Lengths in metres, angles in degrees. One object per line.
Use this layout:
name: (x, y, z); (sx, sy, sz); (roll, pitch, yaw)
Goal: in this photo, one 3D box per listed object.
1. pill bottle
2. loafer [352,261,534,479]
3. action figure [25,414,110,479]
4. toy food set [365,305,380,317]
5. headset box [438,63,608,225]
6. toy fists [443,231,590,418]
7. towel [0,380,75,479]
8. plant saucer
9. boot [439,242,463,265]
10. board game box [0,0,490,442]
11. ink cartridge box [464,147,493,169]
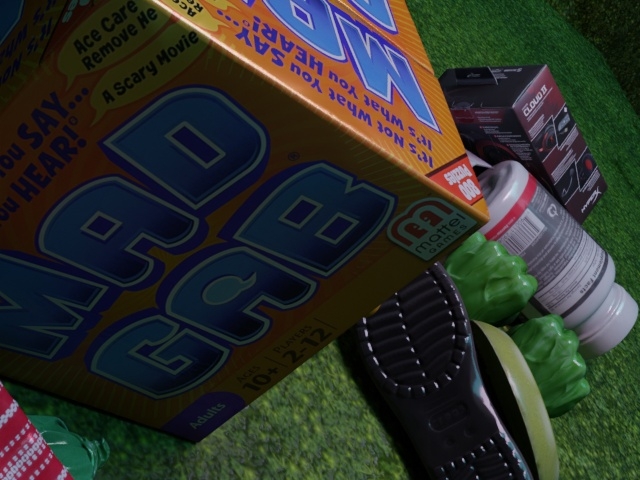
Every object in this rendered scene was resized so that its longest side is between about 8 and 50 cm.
pill bottle: (0.350, 0.039, 1.663); (0.318, 0.176, 0.176); (43, 27, -13)
loafer: (0.138, 0.179, 1.241); (0.130, 0.133, 0.366); (55, 14, -70)
action figure: (-0.233, 0.166, 0.719); (0.232, 0.063, 0.137); (-1, 53, -53)
toy food set: (0.000, 0.000, 1.243); (0.104, 0.111, 0.232); (36, 32, -26)
headset box: (0.307, -0.164, 1.725); (0.110, 0.218, 0.293); (-50, 122, -23)
toy fists: (0.265, 0.119, 1.465); (0.279, 0.142, 0.096); (57, 27, 14)
towel: (-0.224, 0.175, 0.631); (0.275, 0.031, 0.199); (61, 33, -22)
plant saucer: (0.235, 0.205, 1.269); (0.241, 0.037, 0.241); (162, -90, -87)
boot: (0.112, -0.044, 1.481); (0.082, 0.106, 0.219); (-6, 60, -57)
board game box: (-0.143, -0.109, 0.887); (0.356, 0.356, 0.356); (28, 34, -37)
ink cartridge box: (0.092, -0.148, 1.557); (0.175, 0.069, 0.370); (39, 22, 34)
